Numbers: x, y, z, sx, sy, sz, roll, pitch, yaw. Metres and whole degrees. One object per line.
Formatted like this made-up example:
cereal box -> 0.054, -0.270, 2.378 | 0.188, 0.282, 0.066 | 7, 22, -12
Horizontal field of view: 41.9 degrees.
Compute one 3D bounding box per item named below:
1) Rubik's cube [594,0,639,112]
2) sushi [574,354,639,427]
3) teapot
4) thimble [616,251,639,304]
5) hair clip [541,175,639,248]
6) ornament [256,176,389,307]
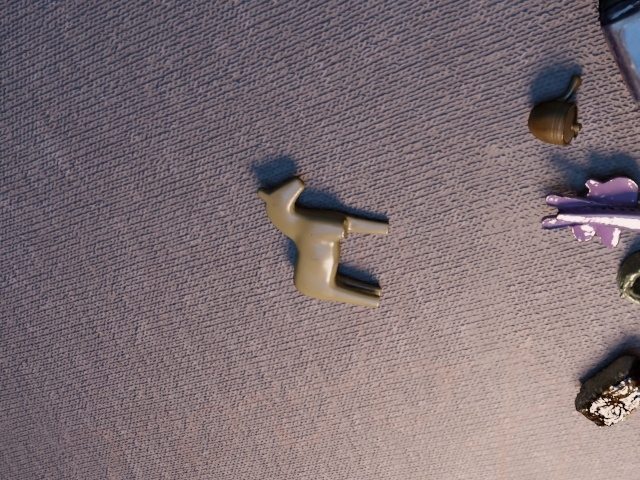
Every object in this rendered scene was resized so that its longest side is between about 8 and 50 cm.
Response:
Rubik's cube -> 0.574, -0.248, 1.048 | 0.358, 0.362, 0.363 | -20, 110, 27
sushi -> 0.532, 0.270, 1.497 | 0.078, 0.090, 0.150 | 37, 122, -3
teapot -> 0.379, -0.204, 1.312 | 0.080, 0.085, 0.110 | 16, 93, 31
thimble -> 0.551, 0.063, 1.396 | 0.110, 0.062, 0.084 | -20, 111, 23
hair clip -> 0.504, -0.034, 1.351 | 0.278, 0.090, 0.137 | 12, 133, 17
ornament -> 0.000, 0.000, 1.506 | 0.244, 0.061, 0.230 | 9, 118, 6
